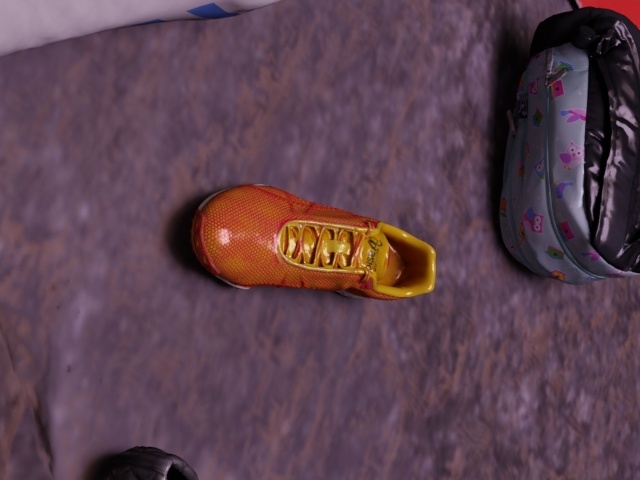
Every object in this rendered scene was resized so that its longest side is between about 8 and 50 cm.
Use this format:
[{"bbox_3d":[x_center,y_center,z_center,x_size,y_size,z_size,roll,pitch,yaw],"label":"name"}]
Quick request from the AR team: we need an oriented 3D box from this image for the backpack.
[{"bbox_3d":[0.201,-0.058,0.942,0.152,0.115,0.182,17,75,-32],"label":"backpack"}]

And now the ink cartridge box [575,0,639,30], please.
[{"bbox_3d":[0.288,-0.281,1.090,0.296,0.066,0.261,-49,118,-37],"label":"ink cartridge box"}]

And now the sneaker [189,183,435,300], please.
[{"bbox_3d":[0.000,0.000,0.763,0.175,0.067,0.064,7,82,-44],"label":"sneaker"}]

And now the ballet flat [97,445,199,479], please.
[{"bbox_3d":[-0.059,0.179,0.695,0.057,0.049,0.173,-52,121,-34],"label":"ballet flat"}]

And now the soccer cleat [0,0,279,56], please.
[{"bbox_3d":[-0.110,-0.152,0.612,0.331,0.143,0.116,-20,100,-45],"label":"soccer cleat"}]
